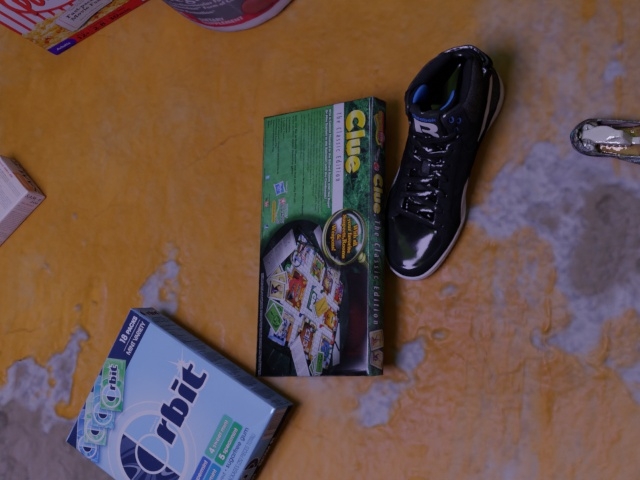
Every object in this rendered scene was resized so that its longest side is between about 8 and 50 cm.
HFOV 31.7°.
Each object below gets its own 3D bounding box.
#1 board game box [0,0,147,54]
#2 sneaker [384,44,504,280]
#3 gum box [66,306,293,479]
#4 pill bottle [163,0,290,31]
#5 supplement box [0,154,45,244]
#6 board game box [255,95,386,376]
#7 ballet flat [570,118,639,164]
[{"bbox_3d":[-0.271,-0.271,1.149,0.147,0.193,0.045,-28,72,14],"label":"board game box"},{"bbox_3d":[0.095,-0.075,1.019,0.079,0.121,0.217,19,87,23],"label":"sneaker"},{"bbox_3d":[-0.140,0.178,1.092,0.184,0.041,0.157,32,101,23],"label":"gum box"},{"bbox_3d":[-0.139,-0.324,1.042,0.176,0.318,0.176,-4,80,21],"label":"pill bottle"},{"bbox_3d":[-0.356,-0.036,1.221,0.098,0.036,0.062,-45,69,8],"label":"supplement box"},{"bbox_3d":[0.000,0.000,1.071,0.136,0.030,0.260,-6,78,39],"label":"board game box"},{"bbox_3d":[0.278,-0.089,0.999,0.114,0.041,0.041,6,82,21],"label":"ballet flat"}]
